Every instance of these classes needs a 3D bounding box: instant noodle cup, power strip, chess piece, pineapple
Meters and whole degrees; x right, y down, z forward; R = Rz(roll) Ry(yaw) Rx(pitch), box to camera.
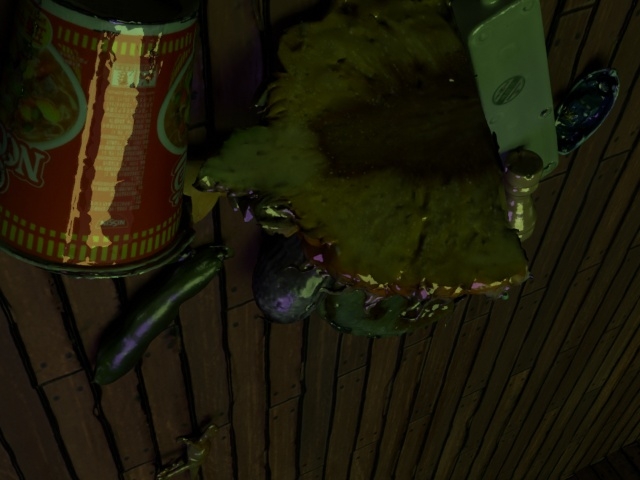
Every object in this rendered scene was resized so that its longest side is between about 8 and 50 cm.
[{"bbox_3d":[-0.176,-0.108,0.723,0.193,0.193,0.212,-8,132,-34],"label":"instant noodle cup"},{"bbox_3d":[0.220,-0.177,1.066,0.091,0.062,0.385,-33,148,1],"label":"power strip"},{"bbox_3d":[0.250,-0.056,1.147,0.066,0.066,0.122,-23,145,-15],"label":"chess piece"},{"bbox_3d":[0.022,-0.064,0.906,0.286,0.344,0.209,-12,164,-3],"label":"pineapple"}]

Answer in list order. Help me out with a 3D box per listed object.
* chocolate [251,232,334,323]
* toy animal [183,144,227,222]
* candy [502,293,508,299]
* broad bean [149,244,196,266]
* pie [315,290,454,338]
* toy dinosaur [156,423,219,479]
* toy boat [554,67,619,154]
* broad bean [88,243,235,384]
[{"bbox_3d":[0.000,0.000,1.074,0.110,0.110,0.248,8,133,-46],"label":"chocolate"},{"bbox_3d":[-0.110,-0.070,0.926,0.159,0.070,0.083,-27,146,-18],"label":"toy animal"},{"bbox_3d":[0.189,-0.020,1.147,0.084,0.078,0.288,-52,129,-28],"label":"candy"},{"bbox_3d":[-0.232,-0.008,0.921,0.060,0.043,0.297,-50,146,7],"label":"broad bean"},{"bbox_3d":[0.128,0.042,1.276,0.302,0.067,0.302,-22,147,-15],"label":"pie"},{"bbox_3d":[-0.191,0.343,1.432,0.126,0.039,0.162,-35,149,1],"label":"toy dinosaur"},{"bbox_3d":[0.344,-0.172,1.180,0.061,0.060,0.137,-27,158,-52],"label":"toy boat"},{"bbox_3d":[-0.202,0.092,1.077,0.254,0.046,0.065,-45,159,17],"label":"broad bean"}]
